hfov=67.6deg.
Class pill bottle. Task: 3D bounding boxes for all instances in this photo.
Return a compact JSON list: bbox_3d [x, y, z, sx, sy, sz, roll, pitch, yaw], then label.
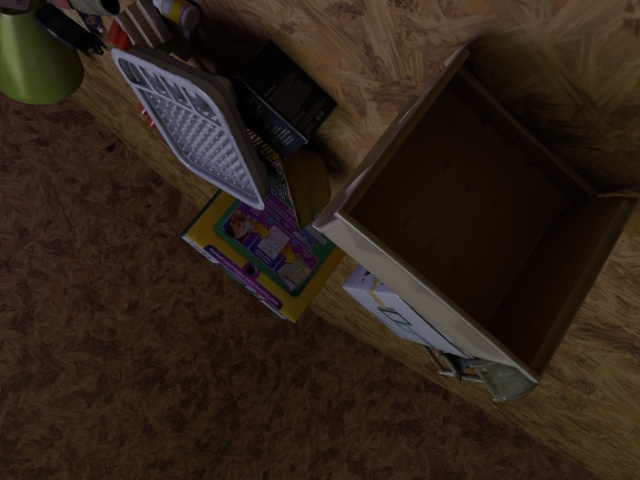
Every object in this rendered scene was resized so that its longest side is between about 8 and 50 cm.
[{"bbox_3d":[-0.261,-0.417,0.862,0.083,0.043,0.043,35,167,13],"label":"pill bottle"}]

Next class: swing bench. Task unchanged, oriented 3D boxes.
[{"bbox_3d":[0.413,0.290,1.238,0.254,0.165,0.253,24,161,45],"label":"swing bench"}]

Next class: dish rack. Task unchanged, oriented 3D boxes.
[{"bbox_3d":[-0.156,-0.219,1.087,0.271,0.074,0.208,47,171,15],"label":"dish rack"},{"bbox_3d":[-0.224,-0.219,0.917,0.285,0.072,0.333,29,158,26],"label":"dish rack"}]

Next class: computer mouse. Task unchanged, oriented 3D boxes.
[{"bbox_3d":[-0.672,-0.582,1.281,0.188,0.072,0.272,40,-172,-25],"label":"computer mouse"}]

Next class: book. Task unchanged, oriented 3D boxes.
[{"bbox_3d":[-0.299,-0.429,0.962,0.096,0.035,0.144,38,164,-10],"label":"book"}]

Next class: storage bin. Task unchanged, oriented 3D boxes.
[{"bbox_3d":[0.175,-0.036,0.538,0.262,0.260,0.123,39,166,-7],"label":"storage bin"}]

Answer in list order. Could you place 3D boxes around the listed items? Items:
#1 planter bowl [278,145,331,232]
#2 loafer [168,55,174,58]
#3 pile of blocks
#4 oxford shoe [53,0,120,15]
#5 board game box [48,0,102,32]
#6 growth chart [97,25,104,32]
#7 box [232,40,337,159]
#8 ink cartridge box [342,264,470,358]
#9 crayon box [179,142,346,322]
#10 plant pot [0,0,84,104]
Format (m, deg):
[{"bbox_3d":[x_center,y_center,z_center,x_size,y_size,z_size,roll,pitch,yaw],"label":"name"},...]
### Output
[{"bbox_3d":[-0.030,-0.133,1.042,0.217,0.090,0.217,164,90,-89],"label":"planter bowl"},{"bbox_3d":[-0.341,-0.393,1.143,0.148,0.050,0.056,32,166,22],"label":"loafer"},{"bbox_3d":[-0.332,-0.311,1.004,0.149,0.112,0.362,35,157,36],"label":"pile of blocks"},{"bbox_3d":[-0.426,-0.528,0.846,0.130,0.123,0.348,13,171,-14],"label":"oxford shoe"},{"bbox_3d":[-0.639,-0.612,1.105,0.243,0.042,0.165,37,167,8],"label":"board game box"},{"bbox_3d":[-0.616,-0.614,1.179,0.172,0.021,0.237,40,167,-10],"label":"growth chart"},{"bbox_3d":[-0.077,-0.244,0.862,0.158,0.093,0.156,40,166,-14],"label":"box"},{"bbox_3d":[0.217,0.088,0.991,0.197,0.198,0.270,41,166,-13],"label":"ink cartridge box"},{"bbox_3d":[-0.121,-0.019,1.260,0.363,0.313,0.106,42,163,-17],"label":"crayon box"},{"bbox_3d":[-0.894,-0.621,1.458,0.275,0.275,0.293,37,151,2],"label":"plant pot"}]
